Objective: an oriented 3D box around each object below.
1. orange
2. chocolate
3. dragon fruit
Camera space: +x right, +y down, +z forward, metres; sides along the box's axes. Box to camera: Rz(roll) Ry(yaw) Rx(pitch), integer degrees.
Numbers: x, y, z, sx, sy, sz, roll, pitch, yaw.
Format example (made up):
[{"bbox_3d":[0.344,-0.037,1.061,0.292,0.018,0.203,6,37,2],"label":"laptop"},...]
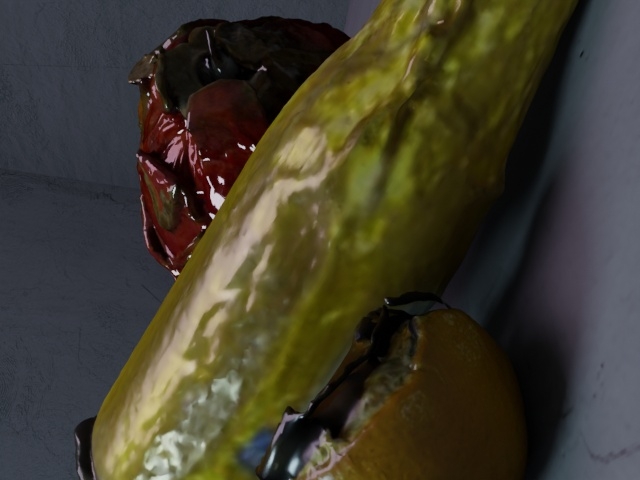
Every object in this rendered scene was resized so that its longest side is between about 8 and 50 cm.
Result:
[{"bbox_3d":[0.048,0.108,0.378,0.112,0.169,0.160,38,122,36],"label":"orange"},{"bbox_3d":[0.000,0.000,0.445,0.445,0.162,0.162,-59,13,23],"label":"chocolate"},{"bbox_3d":[-0.030,-0.053,0.661,0.343,0.277,0.278,95,180,-51],"label":"dragon fruit"}]
